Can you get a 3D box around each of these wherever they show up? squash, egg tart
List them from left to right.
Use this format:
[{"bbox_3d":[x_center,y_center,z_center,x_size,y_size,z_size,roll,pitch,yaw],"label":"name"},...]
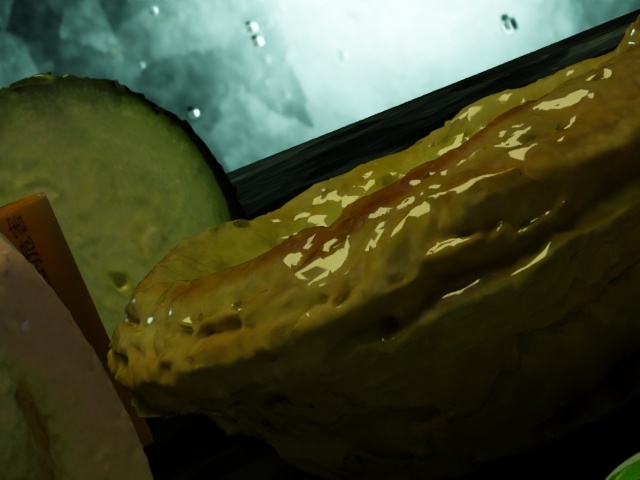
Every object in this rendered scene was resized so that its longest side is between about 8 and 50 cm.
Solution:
[{"bbox_3d":[-0.160,0.009,1.133,0.220,0.220,0.133,-28,10,-32],"label":"squash"},{"bbox_3d":[0.056,0.015,0.751,0.294,0.123,0.294,-27,4,2],"label":"egg tart"}]

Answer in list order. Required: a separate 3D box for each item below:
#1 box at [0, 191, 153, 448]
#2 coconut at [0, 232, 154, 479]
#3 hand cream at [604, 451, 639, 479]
[{"bbox_3d":[-0.198,0.084,0.933,0.070,0.152,0.237,-17,9,37],"label":"box"},{"bbox_3d":[-0.170,0.089,0.584,0.233,0.233,0.245,-17,17,48],"label":"coconut"},{"bbox_3d":[0.128,0.054,0.546,0.079,0.050,0.275,7,14,23],"label":"hand cream"}]
